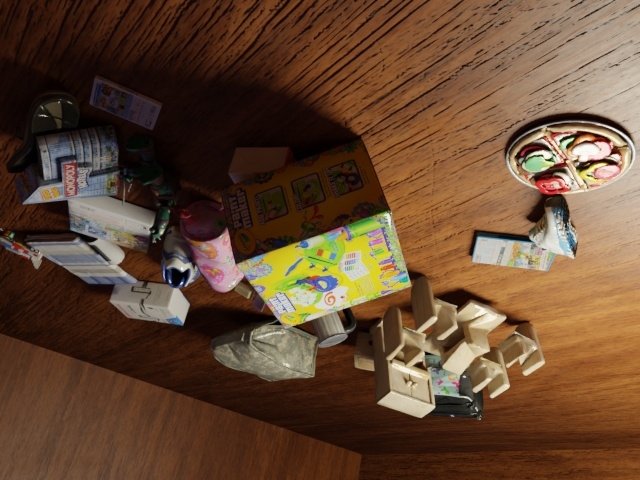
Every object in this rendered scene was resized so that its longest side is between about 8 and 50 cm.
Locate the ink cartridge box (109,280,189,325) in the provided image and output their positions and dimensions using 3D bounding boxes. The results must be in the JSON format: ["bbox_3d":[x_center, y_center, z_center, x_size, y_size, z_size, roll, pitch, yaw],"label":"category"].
[{"bbox_3d":[-0.543,0.197,1.997,0.203,0.085,0.148,5,152,12],"label":"ink cartridge box"}]

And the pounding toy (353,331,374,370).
[{"bbox_3d":[0.206,0.376,2.021,0.181,0.094,0.206,8,153,9],"label":"pounding toy"}]

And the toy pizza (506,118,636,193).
[{"bbox_3d":[0.415,-0.129,1.044,0.202,0.032,0.201,10,153,5],"label":"toy pizza"}]

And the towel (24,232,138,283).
[{"bbox_3d":[-0.704,0.058,1.857,0.209,0.034,0.285,-1,150,25],"label":"towel"}]

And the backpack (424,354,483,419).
[{"bbox_3d":[0.386,0.481,2.041,0.254,0.191,0.225,-10,144,23],"label":"backpack"}]

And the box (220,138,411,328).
[{"bbox_3d":[0.000,0.000,1.199,0.279,0.177,0.290,-19,147,4],"label":"box"}]

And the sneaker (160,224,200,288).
[{"bbox_3d":[-0.380,0.073,1.650,0.112,0.130,0.296,12,154,-3],"label":"sneaker"}]

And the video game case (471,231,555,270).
[{"bbox_3d":[0.418,0.024,1.353,0.167,0.015,0.119,7,152,10],"label":"video game case"}]

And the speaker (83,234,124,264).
[{"bbox_3d":[-0.589,0.015,1.705,0.055,0.055,0.136,5,152,14],"label":"speaker"}]

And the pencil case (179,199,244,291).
[{"bbox_3d":[-0.253,0.017,1.508,0.124,0.124,0.284,8,153,7],"label":"pencil case"}]

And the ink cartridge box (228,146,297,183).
[{"bbox_3d":[-0.093,-0.103,1.262,0.116,0.067,0.198,1,151,18],"label":"ink cartridge box"}]

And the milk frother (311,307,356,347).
[{"bbox_3d":[0.033,0.199,1.711,0.129,0.134,0.143,-19,156,-8],"label":"milk frother"}]

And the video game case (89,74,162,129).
[{"bbox_3d":[-0.359,-0.252,1.151,0.122,0.011,0.087,21,152,-17],"label":"video game case"}]

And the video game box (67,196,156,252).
[{"bbox_3d":[-0.522,-0.049,1.566,0.205,0.048,0.187,19,150,-12],"label":"video game box"}]

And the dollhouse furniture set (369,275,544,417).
[{"bbox_3d":[0.321,0.268,1.715,0.362,0.256,0.394,23,130,-21],"label":"dollhouse furniture set"}]

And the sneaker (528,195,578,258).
[{"bbox_3d":[0.441,-0.020,1.206,0.083,0.071,0.190,2,151,31],"label":"sneaker"}]

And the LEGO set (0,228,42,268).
[{"bbox_3d":[-0.908,0.006,1.780,0.244,0.060,0.182,4,153,38],"label":"LEGO set"}]

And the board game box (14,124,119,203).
[{"bbox_3d":[-0.509,-0.141,1.256,0.194,0.060,0.194,-17,162,-26],"label":"board game box"}]

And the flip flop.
[{"bbox_3d":[-0.547,-0.215,1.224,0.112,0.080,0.277,-13,160,-39],"label":"flip flop"}]

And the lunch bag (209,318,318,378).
[{"bbox_3d":[-0.190,0.354,2.065,0.287,0.168,0.235,27,150,-35],"label":"lunch bag"}]

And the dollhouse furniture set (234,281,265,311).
[{"bbox_3d":[-0.182,0.132,1.811,0.114,0.090,0.081,29,-161,16],"label":"dollhouse furniture set"}]

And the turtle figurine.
[{"bbox_3d":[-0.354,-0.109,1.317,0.175,0.118,0.234,49,157,18],"label":"turtle figurine"}]
